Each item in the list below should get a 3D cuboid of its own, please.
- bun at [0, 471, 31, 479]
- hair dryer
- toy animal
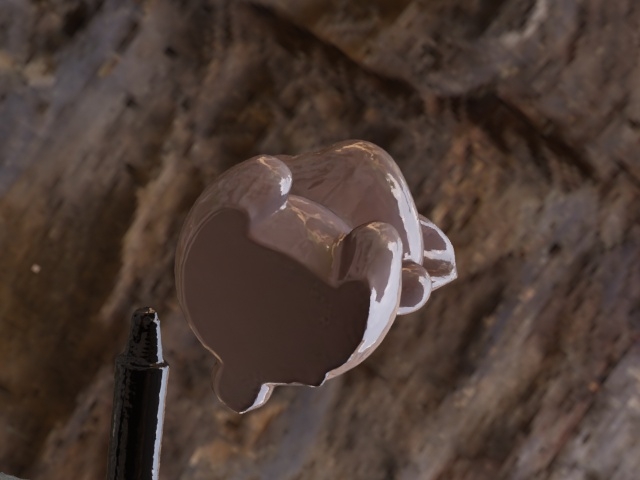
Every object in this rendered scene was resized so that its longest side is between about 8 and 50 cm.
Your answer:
[{"bbox_3d":[-0.169,0.226,0.534,0.194,0.354,0.354,29,-96,33],"label":"bun"},{"bbox_3d":[-0.133,0.162,0.982,0.070,0.114,0.248,-112,-153,-77],"label":"hair dryer"},{"bbox_3d":[0.001,-0.002,0.799,0.124,0.124,0.212,-41,-179,21],"label":"toy animal"}]
